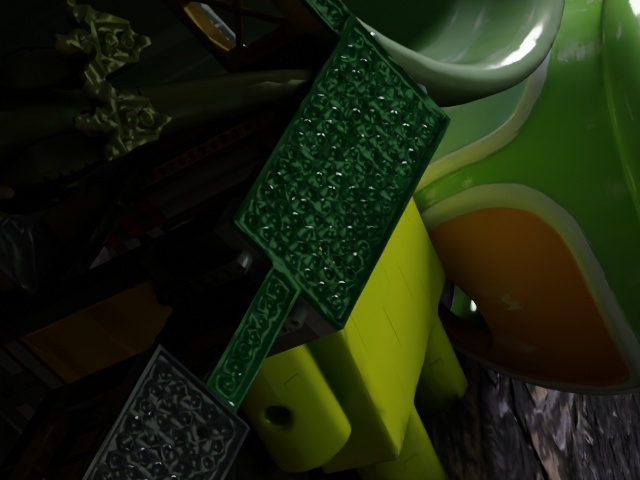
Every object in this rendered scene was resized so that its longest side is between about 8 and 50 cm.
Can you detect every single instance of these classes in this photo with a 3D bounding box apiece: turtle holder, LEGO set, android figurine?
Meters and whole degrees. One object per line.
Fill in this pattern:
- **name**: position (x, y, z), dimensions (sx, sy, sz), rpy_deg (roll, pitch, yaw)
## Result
- **turtle holder**: position (0.161, -0.056, 1.158), dimensions (0.243, 0.227, 0.320), rpy_deg (43, 36, -49)
- **LEGO set**: position (-0.129, 0.004, 0.567), dimensions (0.255, 0.192, 0.331), rpy_deg (39, 51, -25)
- **android figurine**: position (0.000, 0.000, 0.967), dimensions (0.273, 0.056, 0.248), rpy_deg (63, 25, -27)

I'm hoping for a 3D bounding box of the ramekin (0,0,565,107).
- **ramekin**: position (-0.046, -0.168, 0.779), dimensions (0.303, 0.148, 0.303), rpy_deg (34, 43, -38)
